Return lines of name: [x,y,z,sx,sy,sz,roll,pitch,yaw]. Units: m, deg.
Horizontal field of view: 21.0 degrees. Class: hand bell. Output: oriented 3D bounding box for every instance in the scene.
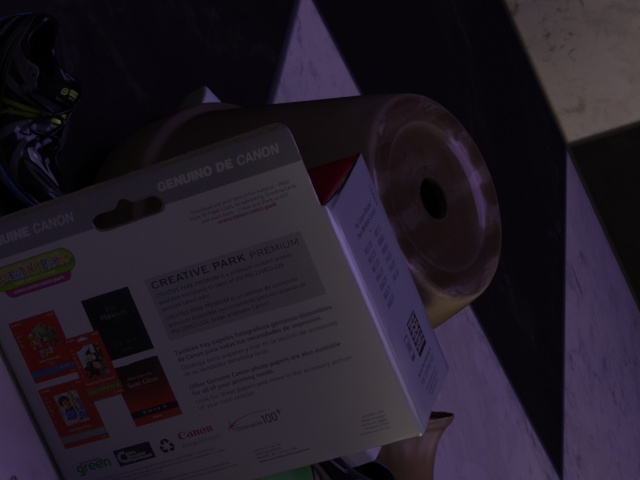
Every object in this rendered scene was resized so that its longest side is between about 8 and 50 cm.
hand bell: [0.103,0.327,2.025,0.126,0.126,0.242,-4,90,-69]

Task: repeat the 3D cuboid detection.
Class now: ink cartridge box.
ink cartridge box: [-0.093,0.051,1.391,0.130,0.309,0.272,-58,128,-65]

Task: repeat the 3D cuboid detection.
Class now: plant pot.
plant pot: [0.000,0.000,1.564,0.323,0.280,0.323,25,56,-44]

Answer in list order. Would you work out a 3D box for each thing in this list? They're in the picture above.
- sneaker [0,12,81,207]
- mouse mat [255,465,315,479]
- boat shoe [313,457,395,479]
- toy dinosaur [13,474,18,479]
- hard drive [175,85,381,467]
sneaker: [-0.241,-0.110,1.470,0.067,0.078,0.188,24,52,-64]
mouse mat: [-0.068,0.192,1.746,0.190,0.007,0.152,6,68,-59]
boat shoe: [0.015,0.216,1.895,0.206,0.065,0.075,55,30,-35]
toy dinosaur: [-0.240,0.210,1.252,0.183,0.053,0.092,2,71,-69]
hard drive: [-0.044,0.039,1.774,0.353,0.047,0.233,46,38,-28]
